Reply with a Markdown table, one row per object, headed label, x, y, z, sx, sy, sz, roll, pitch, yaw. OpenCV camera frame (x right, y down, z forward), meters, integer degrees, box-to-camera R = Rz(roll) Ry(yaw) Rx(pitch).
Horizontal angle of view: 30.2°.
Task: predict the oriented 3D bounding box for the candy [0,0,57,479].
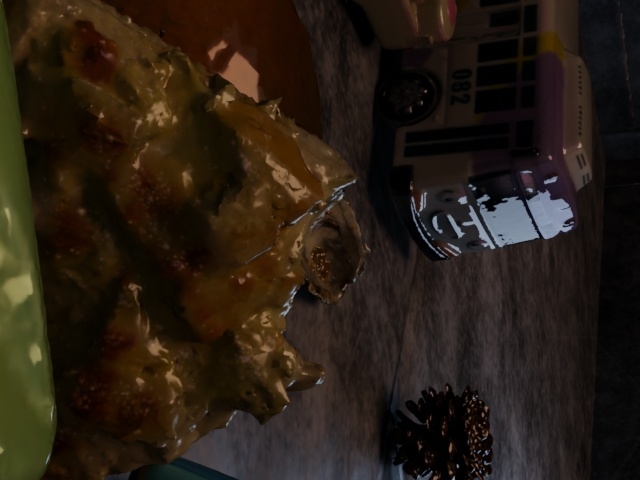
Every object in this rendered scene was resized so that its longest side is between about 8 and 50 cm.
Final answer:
| label | x | y | z | sx | sy | sz | roll | pitch | yaw |
| --- | --- | --- | --- | --- | --- | --- | --- | --- | --- |
| candy | -0.206 | -0.043 | 0.525 | 0.142 | 0.132 | 0.343 | -56 | 140 | -80 |

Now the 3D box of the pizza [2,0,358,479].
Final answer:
| label | x | y | z | sx | sy | sz | roll | pitch | yaw |
| --- | --- | --- | --- | --- | --- | --- | --- | --- | --- |
| pizza | -0.097 | 0.019 | 0.639 | 0.089 | 0.223 | 0.323 | -96 | -167 | -69 |

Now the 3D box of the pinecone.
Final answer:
| label | x | y | z | sx | sy | sz | roll | pitch | yaw |
| --- | --- | --- | --- | --- | --- | --- | --- | --- | --- |
| pinecone | 0.147 | 0.242 | 1.435 | 0.140 | 0.121 | 0.140 | -3 | 90 | -68 |

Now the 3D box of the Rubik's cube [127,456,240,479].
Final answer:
| label | x | y | z | sx | sy | sz | roll | pitch | yaw |
| --- | --- | --- | --- | --- | --- | --- | --- | --- | --- |
| Rubik's cube | -0.033 | 0.297 | 0.809 | 0.254 | 0.255 | 0.254 | -4 | 90 | -70 |

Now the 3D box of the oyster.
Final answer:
| label | x | y | z | sx | sy | sz | roll | pitch | yaw |
| --- | --- | --- | --- | --- | --- | --- | --- | --- | --- |
| oyster | 0.002 | 0.006 | 1.187 | 0.177 | 0.056 | 0.105 | 44 | 57 | -60 |

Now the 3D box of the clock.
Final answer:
| label | x | y | z | sx | sy | sz | roll | pitch | yaw |
| --- | --- | --- | --- | --- | --- | --- | --- | --- | --- |
| clock | 0.086 | -0.416 | 1.414 | 0.284 | 0.114 | 0.309 | 54 | 36 | -53 |

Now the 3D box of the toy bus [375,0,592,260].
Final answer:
| label | x | y | z | sx | sy | sz | roll | pitch | yaw |
| --- | --- | --- | --- | --- | --- | --- | --- | --- | --- |
| toy bus | 0.224 | -0.209 | 1.544 | 0.209 | 0.249 | 0.439 | 53 | 38 | -55 |

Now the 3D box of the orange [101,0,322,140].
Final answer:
| label | x | y | z | sx | sy | sz | roll | pitch | yaw |
| --- | --- | --- | --- | --- | --- | --- | --- | --- | --- |
| orange | -0.099 | -0.088 | 0.796 | 0.262 | 0.196 | 0.334 | 61 | 22 | -75 |
